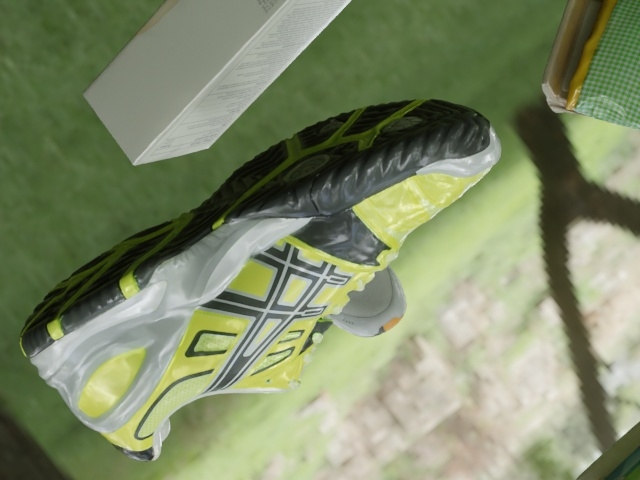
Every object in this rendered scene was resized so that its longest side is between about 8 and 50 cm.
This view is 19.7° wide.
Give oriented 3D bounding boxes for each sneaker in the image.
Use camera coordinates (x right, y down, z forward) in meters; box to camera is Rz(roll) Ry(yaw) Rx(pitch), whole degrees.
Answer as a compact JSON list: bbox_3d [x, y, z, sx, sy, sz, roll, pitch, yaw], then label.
[{"bbox_3d":[-0.030,0.024,1.385,0.384,0.147,0.145,-29,-164,9],"label":"sneaker"},{"bbox_3d":[0.000,0.000,2.139,0.099,0.262,0.121,-38,153,-3],"label":"sneaker"}]

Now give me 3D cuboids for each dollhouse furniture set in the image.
[{"bbox_3d":[0.355,-0.268,1.886,0.151,0.197,0.302,72,35,-63],"label":"dollhouse furniture set"}]

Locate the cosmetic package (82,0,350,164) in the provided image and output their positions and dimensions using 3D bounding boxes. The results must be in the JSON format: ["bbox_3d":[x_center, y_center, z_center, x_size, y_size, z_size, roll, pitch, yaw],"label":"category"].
[{"bbox_3d":[-0.104,-0.228,2.052,0.309,0.113,0.160,-42,168,29],"label":"cosmetic package"}]

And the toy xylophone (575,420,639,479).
[{"bbox_3d":[0.314,0.220,1.612,0.236,0.081,0.322,-40,180,-24],"label":"toy xylophone"}]
